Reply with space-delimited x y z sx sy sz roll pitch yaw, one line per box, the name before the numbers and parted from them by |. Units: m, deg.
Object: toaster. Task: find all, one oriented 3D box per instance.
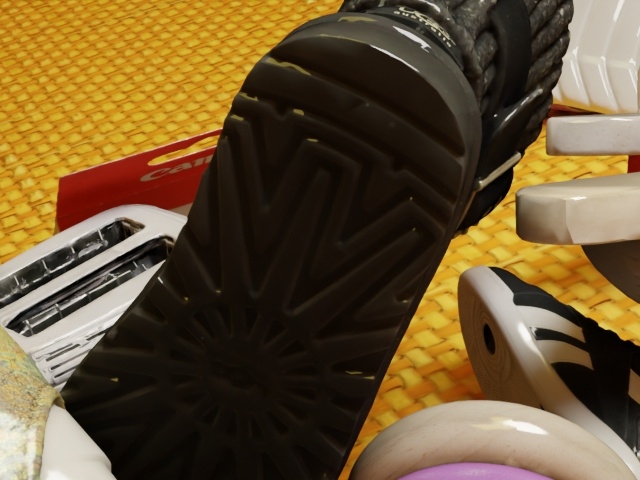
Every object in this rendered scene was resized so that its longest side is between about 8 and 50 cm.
toaster | -0.121 0.080 0.799 0.227 0.146 0.129 -31 34 -33

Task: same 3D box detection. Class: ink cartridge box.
ink cartridge box | -0.079 -0.013 0.919 0.189 0.066 0.232 -19 -5 -16

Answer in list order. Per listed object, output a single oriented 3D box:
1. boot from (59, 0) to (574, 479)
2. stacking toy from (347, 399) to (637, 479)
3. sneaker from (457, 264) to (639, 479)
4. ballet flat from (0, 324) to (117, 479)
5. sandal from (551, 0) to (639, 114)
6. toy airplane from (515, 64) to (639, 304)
boot | 0.004 0.002 0.714 0.131 0.348 0.260 34 30 0
stacking toy | 0.049 0.214 0.530 0.141 0.141 0.330 -2 34 16
sneaker | 0.168 0.078 0.790 0.121 0.079 0.217 -14 37 -14
ballet flat | -0.107 0.171 0.563 0.123 0.123 0.349 -10 59 1
sandal | 0.209 -0.174 1.185 0.416 0.169 0.102 3 -9 24
toy airplane | 0.310 -0.025 0.780 0.386 0.272 0.384 -16 -10 10
